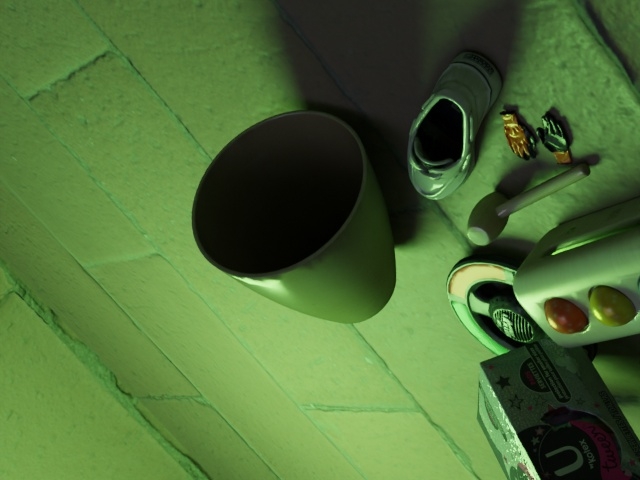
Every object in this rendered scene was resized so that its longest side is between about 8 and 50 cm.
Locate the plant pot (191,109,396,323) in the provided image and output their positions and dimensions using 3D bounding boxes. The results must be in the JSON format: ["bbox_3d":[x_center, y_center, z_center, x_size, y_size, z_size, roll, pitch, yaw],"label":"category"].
[{"bbox_3d":[0.000,0.000,1.569,0.256,0.256,0.274,17,160,35],"label":"plant pot"}]

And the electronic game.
[{"bbox_3d":[0.275,0.106,1.554,0.229,0.048,0.229,29,150,19],"label":"electronic game"}]

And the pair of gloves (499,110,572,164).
[{"bbox_3d":[0.250,-0.119,1.308,0.083,0.010,0.074,9,138,42],"label":"pair of gloves"}]

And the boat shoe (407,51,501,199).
[{"bbox_3d":[0.141,-0.120,1.358,0.095,0.084,0.258,31,150,15],"label":"boat shoe"}]

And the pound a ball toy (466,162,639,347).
[{"bbox_3d":[0.315,0.020,1.297,0.208,0.136,0.319,46,150,-12],"label":"pound a ball toy"}]

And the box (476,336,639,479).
[{"bbox_3d":[0.311,0.269,1.446,0.163,0.142,0.247,81,167,-53],"label":"box"}]
